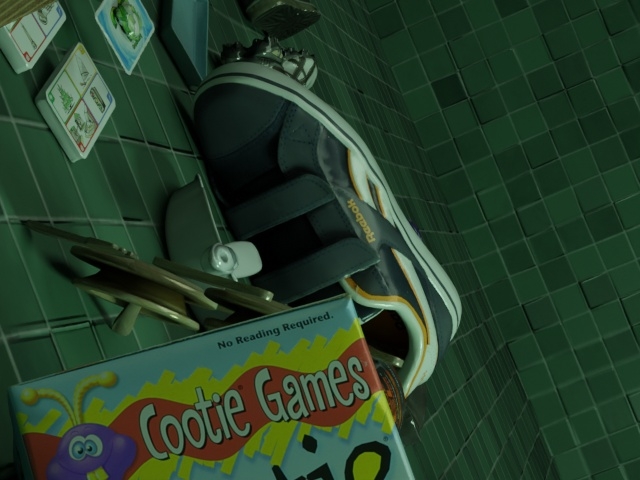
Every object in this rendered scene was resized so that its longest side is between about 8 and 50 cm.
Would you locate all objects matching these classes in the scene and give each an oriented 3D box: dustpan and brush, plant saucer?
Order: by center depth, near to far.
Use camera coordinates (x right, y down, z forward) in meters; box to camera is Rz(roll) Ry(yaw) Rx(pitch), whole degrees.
[{"bbox_3d":[-0.070,0.018,1.024,0.211,0.060,0.147,-11,78,-79],"label":"dustpan and brush"},{"bbox_3d":[-0.125,-0.206,1.341,0.192,0.018,0.067,-95,159,-57],"label":"plant saucer"}]

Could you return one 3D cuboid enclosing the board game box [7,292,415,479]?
[{"bbox_3d":[-0.020,0.184,0.586,0.144,0.142,0.275,117,-44,-67],"label":"board game box"}]

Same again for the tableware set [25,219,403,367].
[{"bbox_3d":[-0.064,0.043,0.775,0.128,0.194,0.039,30,78,-48],"label":"tableware set"}]

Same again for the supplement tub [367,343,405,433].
[{"bbox_3d":[-0.003,0.127,1.013,0.198,0.106,0.106,-15,83,-79],"label":"supplement tub"}]

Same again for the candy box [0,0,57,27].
[{"bbox_3d":[-0.115,-0.180,0.516,0.087,0.316,0.183,-84,149,-66],"label":"candy box"}]

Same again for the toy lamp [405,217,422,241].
[{"bbox_3d":[0.065,-0.012,1.711,0.275,0.080,0.080,42,27,-69],"label":"toy lamp"}]

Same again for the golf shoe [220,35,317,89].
[{"bbox_3d":[-0.049,-0.150,1.487,0.198,0.077,0.094,-7,85,-72],"label":"golf shoe"}]

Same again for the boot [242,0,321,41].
[{"bbox_3d":[-0.083,-0.349,1.741,0.208,0.076,0.189,62,7,10],"label":"boot"}]

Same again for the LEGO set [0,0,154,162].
[{"bbox_3d":[-0.184,-0.182,0.968,0.182,0.060,0.244,62,24,-28],"label":"LEGO set"}]

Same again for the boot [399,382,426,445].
[{"bbox_3d":[0.043,0.055,1.469,0.229,0.091,0.263,52,29,-57],"label":"boot"}]

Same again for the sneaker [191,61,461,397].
[{"bbox_3d":[0.000,0.000,1.221,0.321,0.126,0.127,49,39,-17],"label":"sneaker"}]
